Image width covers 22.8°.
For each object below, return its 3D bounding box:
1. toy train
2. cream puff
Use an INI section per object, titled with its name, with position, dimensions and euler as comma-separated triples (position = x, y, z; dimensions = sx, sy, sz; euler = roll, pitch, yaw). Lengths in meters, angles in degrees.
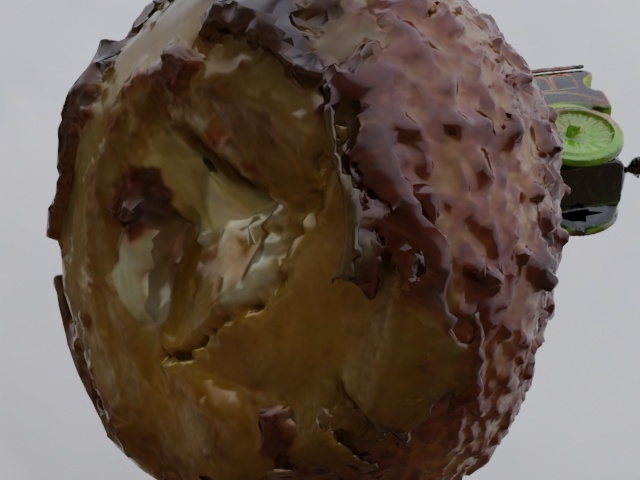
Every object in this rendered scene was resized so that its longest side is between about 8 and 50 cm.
[toy train]
position = 0.121, -0.066, 1.360
dimensions = 0.296, 0.160, 0.100
euler = -7, -52, -12
[cream puff]
position = -0.001, -0.005, 0.881
dimensions = 0.350, 0.350, 0.229
euler = 0, 5, 45
